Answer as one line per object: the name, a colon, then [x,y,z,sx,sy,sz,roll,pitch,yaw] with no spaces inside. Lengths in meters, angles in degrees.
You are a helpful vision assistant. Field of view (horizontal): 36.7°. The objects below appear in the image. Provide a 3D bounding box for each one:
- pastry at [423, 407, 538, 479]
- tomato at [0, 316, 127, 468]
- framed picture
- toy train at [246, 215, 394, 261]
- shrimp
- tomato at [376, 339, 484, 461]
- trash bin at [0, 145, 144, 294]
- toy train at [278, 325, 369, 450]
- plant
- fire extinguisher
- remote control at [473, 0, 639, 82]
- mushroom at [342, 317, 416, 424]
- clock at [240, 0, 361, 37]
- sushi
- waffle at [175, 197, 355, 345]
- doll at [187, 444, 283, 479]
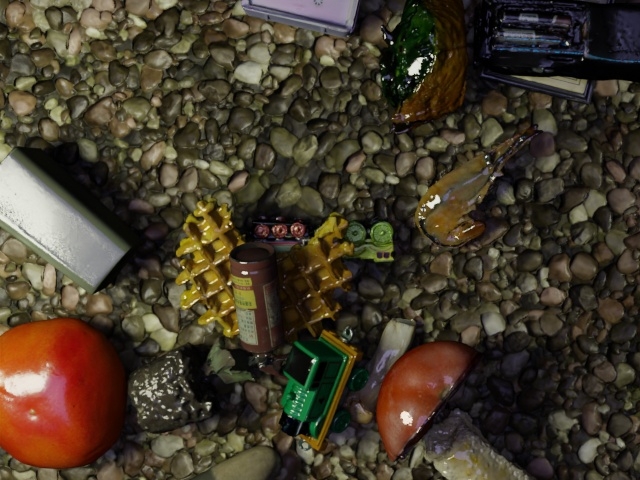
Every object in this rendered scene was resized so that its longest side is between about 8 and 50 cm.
pastry: [0.291,0.399,1.629,0.258,0.089,0.121,45,79,-5]
tomato: [-0.441,0.254,1.573,0.260,0.180,0.259,0,93,2]
framed picture: [0.388,-0.346,1.636,0.200,0.010,0.195,14,92,-1]
toy train: [0.000,0.000,1.627,0.250,0.053,0.085,1,98,0]
shrimp: [0.276,-0.089,1.621,0.262,0.066,0.117,-35,107,15]
tomato: [0.158,0.247,1.578,0.112,0.199,0.228,39,66,14]
trash bin: [-0.421,-0.031,1.569,0.240,0.164,0.122,40,92,-2]
toy train: [-0.006,0.242,1.577,0.091,0.136,0.227,33,105,43]
plant: [-0.211,0.236,1.599,0.203,0.142,0.131,-29,83,12]
fire extinguisher: [-0.080,0.129,1.548,0.106,0.075,0.252,-4,114,3]
remote control: [0.456,-0.338,1.600,0.399,0.062,0.144,2,92,-1]
mushroom: [0.103,0.219,1.638,0.059,0.054,0.202,31,87,0]
clock: [-0.024,-0.425,1.600,0.194,0.073,0.144,13,92,0]
sushi: [0.167,-0.316,1.567,0.140,0.149,0.287,0,98,4]
waffle: [-0.092,0.055,1.594,0.293,0.069,0.259,10,115,-2]
doll: [-0.042,0.490,1.554,0.382,0.252,0.378,-43,92,-5]
